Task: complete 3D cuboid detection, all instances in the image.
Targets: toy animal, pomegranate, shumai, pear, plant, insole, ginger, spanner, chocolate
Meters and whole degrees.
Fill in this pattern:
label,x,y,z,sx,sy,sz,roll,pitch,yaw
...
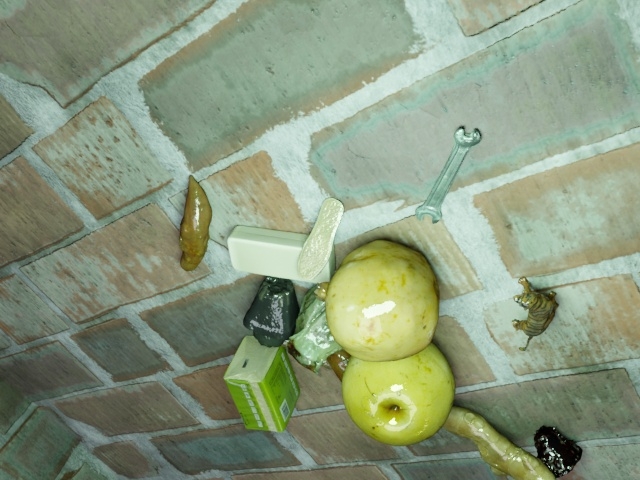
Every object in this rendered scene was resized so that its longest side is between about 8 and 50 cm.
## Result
label,x,y,z,sx,sy,sz,roll,pitch,yaw
toy animal,0.565,0.216,1.608,0.114,0.116,0.255,8,131,19
pomegranate,0.148,0.158,1.607,0.343,0.342,0.342,12,131,14
shumai,0.023,0.265,1.810,0.225,0.222,0.260,27,129,3
pear,0.227,0.432,1.786,0.349,0.348,0.348,12,131,14
plant,-0.149,0.232,1.905,0.165,0.141,0.255,15,128,9
insole,0.000,0.000,1.661,0.081,0.011,0.247,24,107,10
ginger,0.575,0.667,1.925,0.363,0.122,0.348,53,157,-13
spanner,0.305,-0.151,1.477,0.071,0.017,0.301,22,134,4
chocolate,0.725,0.647,1.909,0.133,0.156,0.156,53,131,3

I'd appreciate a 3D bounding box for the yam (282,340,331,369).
label,x,y,z,sx,sy,sz,roll,pitch,yaw
yam,-0.059,0.364,2.038,0.241,0.056,0.056,26,133,-2

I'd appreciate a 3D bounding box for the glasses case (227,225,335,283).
label,x,y,z,sx,sy,sz,roll,pitch,yaw
glasses case,-0.114,0.041,1.775,0.313,0.070,0.131,8,130,17

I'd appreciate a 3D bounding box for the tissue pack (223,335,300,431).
label,x,y,z,sx,sy,sz,roll,pitch,yaw
tissue pack,-0.198,0.498,2.105,0.167,0.200,0.274,0,128,21

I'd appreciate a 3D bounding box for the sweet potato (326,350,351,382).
label,x,y,z,sx,sy,sz,roll,pitch,yaw
sweet potato,0.116,0.436,1.988,0.359,0.112,0.112,41,131,-9

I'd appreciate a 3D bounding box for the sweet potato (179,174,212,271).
label,x,y,z,sx,sy,sz,roll,pitch,yaw
sweet potato,-0.377,-0.022,1.814,0.106,0.095,0.354,50,142,36
